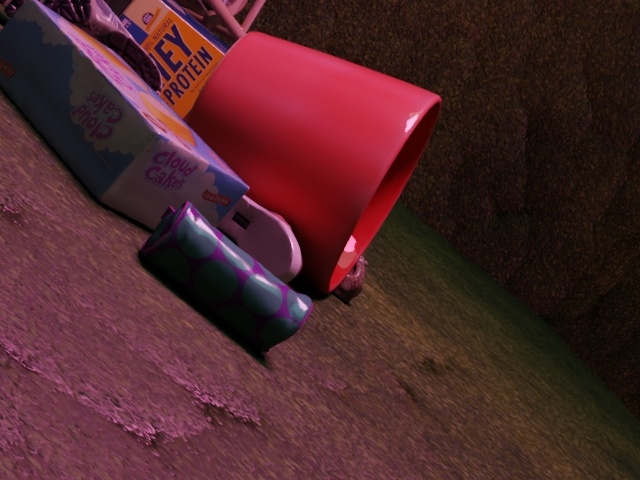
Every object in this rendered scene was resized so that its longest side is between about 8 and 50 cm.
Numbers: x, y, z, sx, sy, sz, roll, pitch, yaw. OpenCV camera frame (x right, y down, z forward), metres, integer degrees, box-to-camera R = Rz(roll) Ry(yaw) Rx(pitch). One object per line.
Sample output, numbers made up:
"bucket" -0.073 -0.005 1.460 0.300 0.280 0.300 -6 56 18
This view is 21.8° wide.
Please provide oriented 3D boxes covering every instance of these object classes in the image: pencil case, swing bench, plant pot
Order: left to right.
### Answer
"swing bench" -0.203 -0.426 2.424 0.255 0.165 0.253 31 1 -35
"pencil case" -0.083 0.033 1.465 0.152 0.064 0.070 40 22 -12
"plant pot" -0.025 -0.111 2.000 0.243 0.275 0.275 30 5 7

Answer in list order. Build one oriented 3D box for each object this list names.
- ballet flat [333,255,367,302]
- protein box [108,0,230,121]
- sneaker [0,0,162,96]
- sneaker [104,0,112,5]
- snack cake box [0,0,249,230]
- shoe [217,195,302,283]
"ballet flat" 0.000 0.000 2.183 0.084 0.058 0.250 37 8 -33
"protein box" -0.208 -0.240 2.232 0.200 0.136 0.201 39 7 -16
"sneaker" -0.302 -0.262 2.023 0.283 0.110 0.122 54 -1 -4
"sneaker" -0.318 -0.364 2.565 0.153 0.101 0.268 43 9 -8
"snack cake box" -0.207 -0.116 1.637 0.264 0.089 0.152 45 7 37
"shoe" -0.054 0.002 1.837 0.081 0.063 0.178 28 9 -42
